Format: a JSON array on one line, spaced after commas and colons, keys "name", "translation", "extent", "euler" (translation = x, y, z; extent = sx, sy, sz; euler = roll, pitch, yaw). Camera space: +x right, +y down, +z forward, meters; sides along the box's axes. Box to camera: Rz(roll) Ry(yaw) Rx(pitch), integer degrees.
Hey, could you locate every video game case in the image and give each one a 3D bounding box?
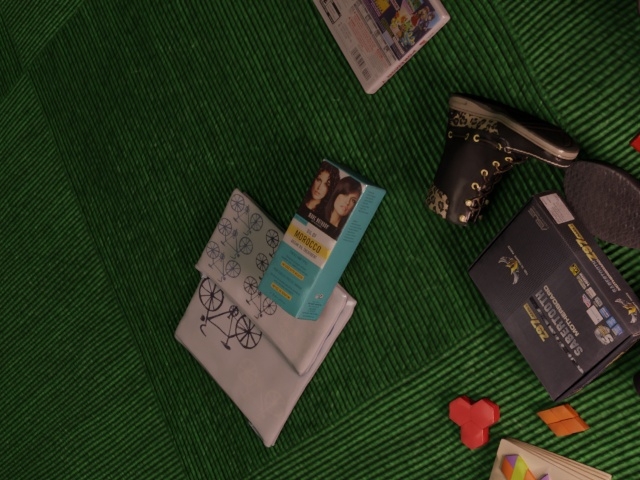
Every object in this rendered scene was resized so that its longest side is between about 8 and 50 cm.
[{"name": "video game case", "translation": [0.091, -0.365, 1.691], "extent": [0.183, 0.023, 0.201], "euler": [-42, 65, 34]}]

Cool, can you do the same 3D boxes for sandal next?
[{"name": "sandal", "translation": [0.428, -0.030, 1.405], "extent": [0.254, 0.054, 0.097], "euler": [32, 122, 32]}]

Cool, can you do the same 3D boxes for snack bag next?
[{"name": "snack bag", "translation": [-0.118, 0.135, 1.884], "extent": [0.323, 0.037, 0.343], "euler": [44, 119, 30]}]

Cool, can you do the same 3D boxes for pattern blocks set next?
[{"name": "pattern blocks set", "translation": [0.315, 0.370, 1.533], "extent": [0.324, 0.026, 0.286], "euler": [5, 96, 40]}]

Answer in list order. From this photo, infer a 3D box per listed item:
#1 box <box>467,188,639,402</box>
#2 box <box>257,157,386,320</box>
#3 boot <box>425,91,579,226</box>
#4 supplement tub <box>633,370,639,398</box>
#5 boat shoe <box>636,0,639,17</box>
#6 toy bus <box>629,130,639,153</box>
[{"name": "box", "translation": [0.320, 0.076, 1.466], "extent": [0.233, 0.059, 0.183], "euler": [60, 141, 22]}, {"name": "box", "translation": [0.000, 0.000, 1.732], "extent": [0.100, 0.060, 0.244], "euler": [34, 103, 33]}, {"name": "boot", "translation": [0.249, -0.096, 1.524], "extent": [0.236, 0.085, 0.179], "euler": [35, 116, 46]}, {"name": "supplement tub", "translation": [0.480, 0.138, 1.329], "extent": [0.198, 0.106, 0.106], "euler": [-47, 64, 32]}, {"name": "boat shoe", "translation": [0.495, -0.397, 1.296], "extent": [0.112, 0.095, 0.335], "euler": [42, 117, 31]}, {"name": "toy bus", "translation": [0.489, -0.164, 1.306], "extent": [0.191, 0.104, 0.202], "euler": [16, 123, 16]}]
